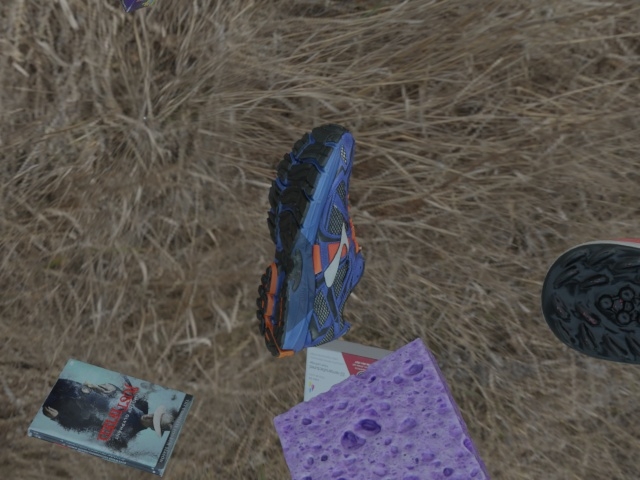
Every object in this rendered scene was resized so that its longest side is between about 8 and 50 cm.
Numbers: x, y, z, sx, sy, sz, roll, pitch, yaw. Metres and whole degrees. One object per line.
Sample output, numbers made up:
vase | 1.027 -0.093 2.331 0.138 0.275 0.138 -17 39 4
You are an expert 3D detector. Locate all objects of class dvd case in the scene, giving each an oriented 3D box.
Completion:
dvd case | -0.180 0.152 0.785 0.119 0.087 0.013 18 129 1

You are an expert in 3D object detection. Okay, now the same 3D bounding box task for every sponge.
sponge | 0.051 0.170 0.542 0.117 0.210 0.031 -29 136 7

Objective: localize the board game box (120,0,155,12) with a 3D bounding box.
board game box | -0.249 -0.401 1.199 0.048 0.170 0.141 -25 94 -27

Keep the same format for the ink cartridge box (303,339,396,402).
ink cartridge box | 0.045 0.244 1.318 0.127 0.072 0.175 8 98 29

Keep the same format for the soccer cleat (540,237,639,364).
soccer cleat | 0.318 0.059 0.617 0.318 0.116 0.109 13 103 25

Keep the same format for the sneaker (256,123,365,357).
sneaker | 0.000 0.000 0.823 0.087 0.083 0.221 0 114 -28
